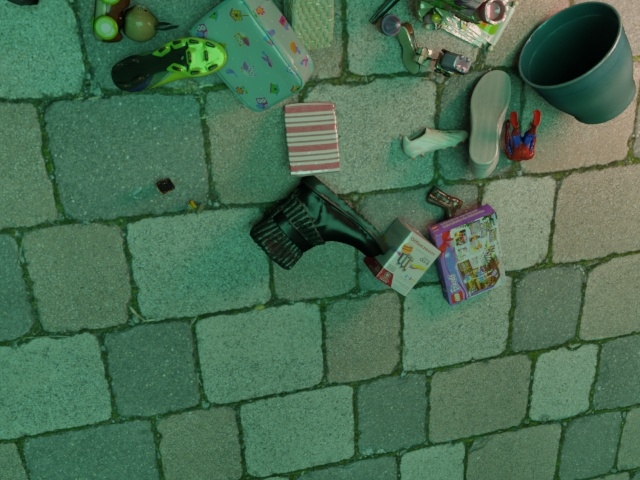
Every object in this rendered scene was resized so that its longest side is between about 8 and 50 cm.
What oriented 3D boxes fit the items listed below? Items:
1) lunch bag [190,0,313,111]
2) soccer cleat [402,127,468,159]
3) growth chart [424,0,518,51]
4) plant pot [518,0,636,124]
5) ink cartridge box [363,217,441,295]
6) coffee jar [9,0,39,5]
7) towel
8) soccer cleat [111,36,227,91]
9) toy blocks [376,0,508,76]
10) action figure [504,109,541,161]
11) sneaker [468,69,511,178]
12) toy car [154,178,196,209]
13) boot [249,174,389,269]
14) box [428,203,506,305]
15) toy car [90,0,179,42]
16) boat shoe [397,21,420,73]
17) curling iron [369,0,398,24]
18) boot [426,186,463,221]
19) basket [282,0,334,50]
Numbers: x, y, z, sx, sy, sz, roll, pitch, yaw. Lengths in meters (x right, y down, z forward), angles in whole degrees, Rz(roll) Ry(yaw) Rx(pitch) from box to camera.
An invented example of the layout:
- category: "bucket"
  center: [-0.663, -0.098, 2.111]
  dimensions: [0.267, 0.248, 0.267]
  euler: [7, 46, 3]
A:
- category: "lunch bag"
  center: [-0.170, -0.464, 1.482]
  dimensions: [0.224, 0.107, 0.279]
  euler: [-18, 121, 41]
- category: "soccer cleat"
  center: [0.330, -0.293, 1.740]
  dimensions: [0.197, 0.068, 0.076]
  euler: [-17, 108, -4]
- category: "growth chart"
  center: [0.413, -0.620, 1.648]
  dimensions: [0.238, 0.021, 0.171]
  euler: [14, 107, -19]
- category: "plant pot"
  center: [0.729, -0.459, 1.669]
  dimensions: [0.255, 0.271, 0.271]
  euler: [34, 101, -37]
- category: "ink cartridge box"
  center: [0.244, 0.047, 1.824]
  dimensions: [0.128, 0.127, 0.176]
  euler: [33, 101, -23]
- category: "coffee jar"
  center: [-0.654, -0.617, 1.351]
  dimensions: [0.079, 0.096, 0.184]
  euler: [18, 106, -17]
- category: "towel"
  center: [-0.024, -0.275, 1.650]
  dimensions: [0.144, 0.029, 0.196]
  euler: [-6, 93, -13]
- category: "soccer cleat"
  center: [-0.361, -0.427, 1.468]
  dimensions: [0.290, 0.121, 0.093]
  euler: [-11, 103, 8]
- category: "toy blocks"
  center: [0.322, -0.575, 1.463]
  dimensions: [0.289, 0.260, 0.308]
  euler: [14, 104, -23]
- category: "action figure"
  center: [0.575, -0.319, 1.731]
  dimensions: [0.092, 0.280, 0.138]
  euler: [0, 72, 14]
- category: "sneaker"
  center: [0.476, -0.326, 1.747]
  dimensions: [0.108, 0.169, 0.292]
  euler: [12, 78, 14]
- category: "toy car"
  center: [-0.400, -0.114, 1.646]
  dimensions: [0.041, 0.060, 0.122]
  euler: [-28, 113, 35]
- category: "boot"
  center: [-0.002, -0.001, 1.740]
  dimensions: [0.348, 0.131, 0.260]
  euler: [40, 92, -13]
- category: "box"
  center: [0.462, 0.049, 1.894]
  dimensions: [0.201, 0.057, 0.293]
  euler: [-22, 124, -4]
- category: "toy car"
  center: [-0.431, -0.527, 1.419]
  dimensions: [0.189, 0.155, 0.148]
  euler: [4, 112, -25]
- category: "boat shoe"
  center: [0.244, -0.519, 1.636]
  dimensions: [0.043, 0.049, 0.137]
  euler: [-46, 125, -35]
- category: "curling iron"
  center: [0.239, -0.660, 1.580]
  dimensions: [0.274, 0.035, 0.068]
  euler: [-40, 115, 4]
- category: "boot"
  center: [0.361, -0.099, 1.843]
  dimensions: [0.114, 0.037, 0.106]
  euler: [22, 102, -20]
- category: "basket"
  center: [-0.027, -0.558, 1.485]
  dimensions: [0.114, 0.103, 0.167]
  euler: [-11, 146, -8]
